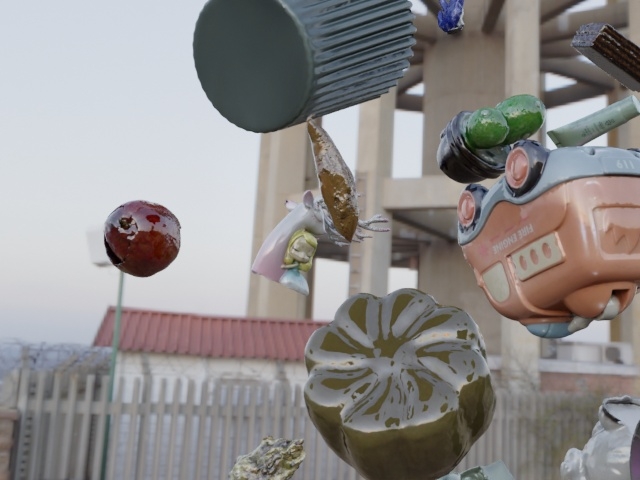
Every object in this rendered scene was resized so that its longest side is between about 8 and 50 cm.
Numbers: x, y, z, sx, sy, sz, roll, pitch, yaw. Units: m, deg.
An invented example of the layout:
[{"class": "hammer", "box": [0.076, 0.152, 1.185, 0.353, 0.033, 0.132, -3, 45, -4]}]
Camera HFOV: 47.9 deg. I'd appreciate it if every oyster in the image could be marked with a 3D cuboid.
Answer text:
[{"class": "oyster", "box": [-0.101, 0.418, 1.351, 0.108, 0.166, 0.053, 46, -13, 47]}]

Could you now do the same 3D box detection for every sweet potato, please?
[{"class": "sweet potato", "box": [0.023, -0.096, 1.107, 0.060, 0.205, 0.068, -22, 1, -21]}]

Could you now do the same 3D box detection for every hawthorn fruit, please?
[{"class": "hawthorn fruit", "box": [-0.337, -0.009, 1.337, 0.148, 0.148, 0.172, 2, -14, 5]}]

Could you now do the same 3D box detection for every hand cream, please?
[{"class": "hand cream", "box": [0.616, -0.258, 1.615, 0.205, 0.050, 0.078, -27, -68, 41]}]

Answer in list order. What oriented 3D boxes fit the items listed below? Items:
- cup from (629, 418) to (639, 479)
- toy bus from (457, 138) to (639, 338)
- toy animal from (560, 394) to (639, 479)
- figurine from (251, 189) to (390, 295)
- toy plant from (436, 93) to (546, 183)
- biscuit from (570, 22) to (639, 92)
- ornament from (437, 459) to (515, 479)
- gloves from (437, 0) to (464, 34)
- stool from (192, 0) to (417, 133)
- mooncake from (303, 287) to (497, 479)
[{"class": "cup", "box": [0.529, 0.275, 0.833, 0.289, 0.203, 0.203, 7, -11, -2]}, {"class": "toy bus", "box": [0.321, 0.005, 0.950, 0.194, 0.232, 0.287, -1, -21, -20]}, {"class": "toy animal", "box": [0.570, 0.482, 1.386, 0.258, 0.357, 0.194, 11, 31, -6]}, {"class": "figurine", "box": [-0.008, -0.004, 1.955, 0.284, 0.315, 0.206, 27, 0, -19]}, {"class": "toy plant", "box": [0.389, -0.238, 1.653, 0.218, 0.175, 0.235, -19, -17, -42]}, {"class": "biscuit", "box": [0.763, -0.458, 1.823, 0.252, 0.070, 0.106, 29, 8, -16]}, {"class": "ornament", "box": [0.306, 0.561, 1.568, 0.285, 0.130, 0.120, 8, -49, -31]}, {"class": "gloves", "box": [0.208, -0.372, 1.154, 0.026, 0.086, 0.064, 5, -4, -29]}, {"class": "stool", "box": [-0.032, -0.354, 1.291, 0.297, 0.297, 0.330, -6, 19, 38]}, {"class": "mooncake", "box": [0.148, 0.267, 1.399, 0.379, 0.378, 0.200, -1, -37, 19]}]
